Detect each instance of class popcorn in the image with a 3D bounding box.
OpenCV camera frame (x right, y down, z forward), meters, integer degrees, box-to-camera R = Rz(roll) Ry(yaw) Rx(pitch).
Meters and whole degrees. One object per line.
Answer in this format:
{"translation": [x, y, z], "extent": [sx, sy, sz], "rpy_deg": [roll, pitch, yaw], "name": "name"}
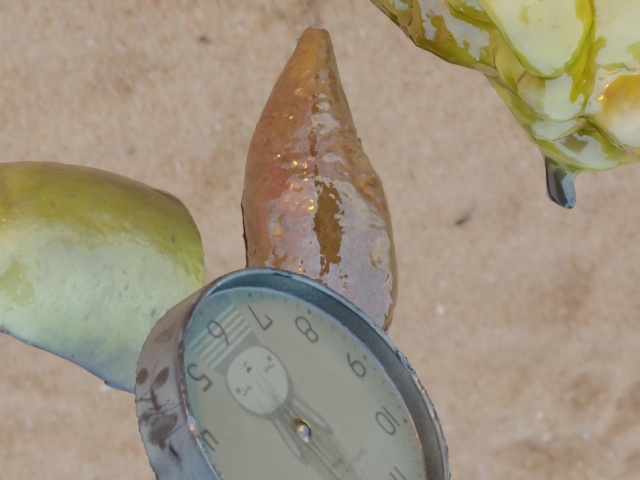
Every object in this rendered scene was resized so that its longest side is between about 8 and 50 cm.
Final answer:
{"translation": [0.173, -0.146, 1.005], "extent": [0.316, 0.297, 0.280], "rpy_deg": [10, 111, -14], "name": "popcorn"}

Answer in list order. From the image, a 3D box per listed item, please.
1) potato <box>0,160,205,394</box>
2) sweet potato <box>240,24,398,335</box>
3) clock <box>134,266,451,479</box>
{"translation": [-0.317, -0.009, 2.038], "extent": [0.280, 0.330, 0.212], "rpy_deg": [25, 99, -51], "name": "potato"}
{"translation": [-0.001, 0.000, 1.365], "extent": [0.131, 0.336, 0.131], "rpy_deg": [7, 173, 1], "name": "sweet potato"}
{"translation": [-0.011, 0.114, 1.063], "extent": [0.215, 0.215, 0.042], "rpy_deg": [20, 136, -35], "name": "clock"}
